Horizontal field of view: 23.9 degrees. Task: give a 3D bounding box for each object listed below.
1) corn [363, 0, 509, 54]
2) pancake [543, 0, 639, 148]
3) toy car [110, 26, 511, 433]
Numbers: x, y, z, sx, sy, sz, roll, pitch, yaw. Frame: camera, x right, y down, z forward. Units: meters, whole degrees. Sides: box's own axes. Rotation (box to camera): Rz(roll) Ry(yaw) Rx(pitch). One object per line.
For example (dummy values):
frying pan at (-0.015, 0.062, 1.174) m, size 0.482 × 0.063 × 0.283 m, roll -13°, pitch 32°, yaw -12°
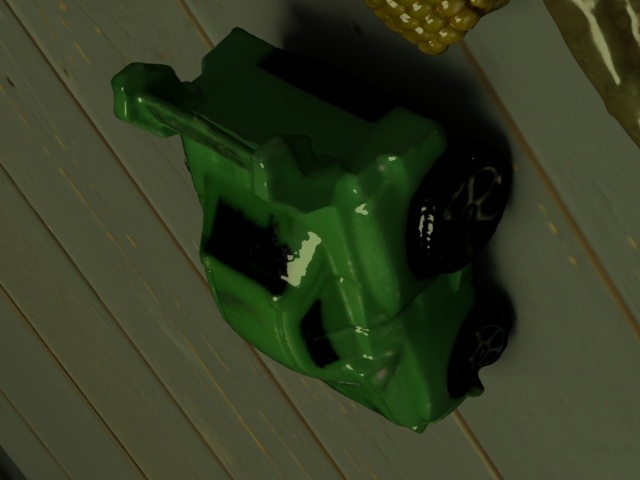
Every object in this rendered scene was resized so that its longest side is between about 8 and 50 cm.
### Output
corn at (0.001, -0.238, 0.826) m, size 0.305 × 0.106 × 0.106 m, roll 51°, pitch 152°, yaw -17°
pancake at (0.215, -0.115, 0.737) m, size 0.294 × 0.049 × 0.294 m, roll 36°, pitch 151°, yaw 24°
toy car at (0.000, 0.000, 1.051) m, size 0.213 × 0.176 × 0.358 m, roll 30°, pitch 148°, yaw 31°
